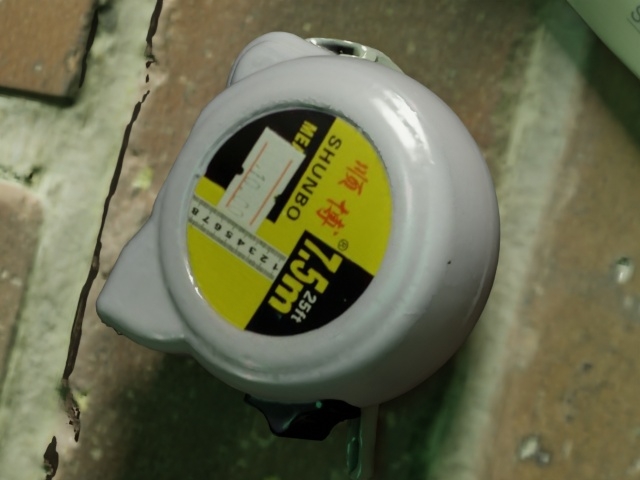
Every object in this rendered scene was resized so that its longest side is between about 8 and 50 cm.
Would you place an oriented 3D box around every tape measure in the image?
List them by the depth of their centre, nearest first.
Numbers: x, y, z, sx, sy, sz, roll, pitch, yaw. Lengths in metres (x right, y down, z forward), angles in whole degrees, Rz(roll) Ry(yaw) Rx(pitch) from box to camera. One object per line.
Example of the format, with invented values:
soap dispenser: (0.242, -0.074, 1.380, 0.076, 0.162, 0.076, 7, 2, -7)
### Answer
tape measure: (0.001, 0.004, 0.765, 0.178, 0.105, 0.196, 38, 97, 28)

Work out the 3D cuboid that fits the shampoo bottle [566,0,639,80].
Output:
shampoo bottle: (0.149, -0.138, 0.744, 0.072, 0.049, 0.212, -45, 70, 16)
